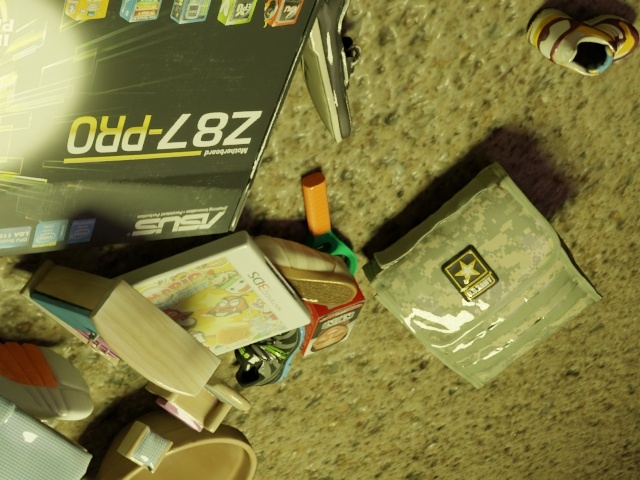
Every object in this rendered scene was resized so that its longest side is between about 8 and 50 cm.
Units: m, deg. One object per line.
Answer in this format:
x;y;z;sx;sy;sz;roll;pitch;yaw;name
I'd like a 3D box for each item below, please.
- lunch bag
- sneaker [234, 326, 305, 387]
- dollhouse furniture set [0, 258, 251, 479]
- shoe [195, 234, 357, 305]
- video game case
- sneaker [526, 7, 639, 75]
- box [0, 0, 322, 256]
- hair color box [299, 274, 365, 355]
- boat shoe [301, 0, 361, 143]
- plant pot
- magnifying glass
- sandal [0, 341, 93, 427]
0.219;0.046;1.362;0.235;0.169;0.287;-39;137;11;lunch bag
-0.073;0.136;1.308;0.078;0.067;0.188;-19;144;-32;sneaker
-0.245;0.215;0.982;0.286;0.198;0.303;44;71;-30;dollhouse furniture set
-0.059;0.032;1.202;0.219;0.058;0.076;12;144;-26;shoe
-0.150;0.083;1.164;0.227;0.026;0.206;-20;146;10;video game case
0.337;-0.232;1.205;0.186;0.084;0.069;-5;134;-35;sneaker
-0.218;-0.132;0.863;0.395;0.097;0.318;-6;138;-35;box
0.009;0.102;1.323;0.072;0.043;0.141;-20;159;-18;hair color box
0.018;-0.185;1.012;0.065;0.075;0.206;-25;138;-9;boat shoe
-0.215;0.309;1.354;0.237;0.109;0.237;-22;143;-17;plant pot
0.000;0.000;1.253;0.092;0.026;0.231;-25;145;-14;magnifying glass
-0.381;0.164;1.075;0.265;0.102;0.076;14;124;-36;sandal
